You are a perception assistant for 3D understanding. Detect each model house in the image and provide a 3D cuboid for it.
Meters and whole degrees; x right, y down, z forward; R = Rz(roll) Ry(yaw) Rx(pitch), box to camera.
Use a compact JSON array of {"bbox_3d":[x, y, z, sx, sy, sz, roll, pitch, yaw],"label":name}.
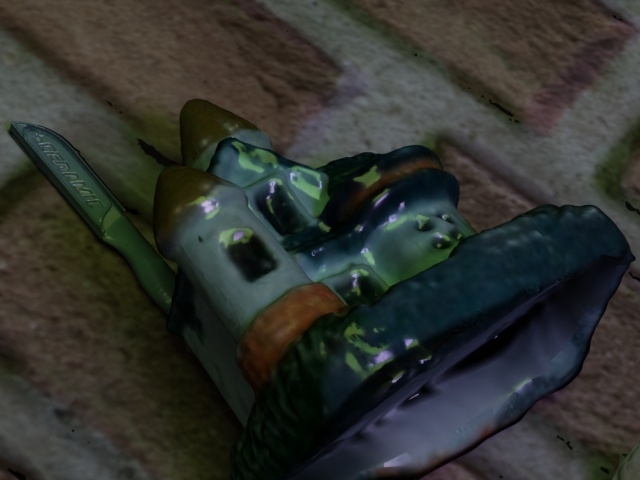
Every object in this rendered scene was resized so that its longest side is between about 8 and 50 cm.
[{"bbox_3d":[0.000,0.000,1.175,0.253,0.184,0.291,-26,60,-31],"label":"model house"}]

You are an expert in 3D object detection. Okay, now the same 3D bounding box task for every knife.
[{"bbox_3d":[-0.129,-0.006,1.242,0.028,0.015,0.210,-31,67,-24],"label":"knife"}]

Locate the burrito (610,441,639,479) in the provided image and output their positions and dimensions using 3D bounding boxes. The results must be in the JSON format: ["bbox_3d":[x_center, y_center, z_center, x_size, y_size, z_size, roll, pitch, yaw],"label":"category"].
[{"bbox_3d":[0.188,0.237,1.127,0.082,0.059,0.275,18,52,-11],"label":"burrito"}]
